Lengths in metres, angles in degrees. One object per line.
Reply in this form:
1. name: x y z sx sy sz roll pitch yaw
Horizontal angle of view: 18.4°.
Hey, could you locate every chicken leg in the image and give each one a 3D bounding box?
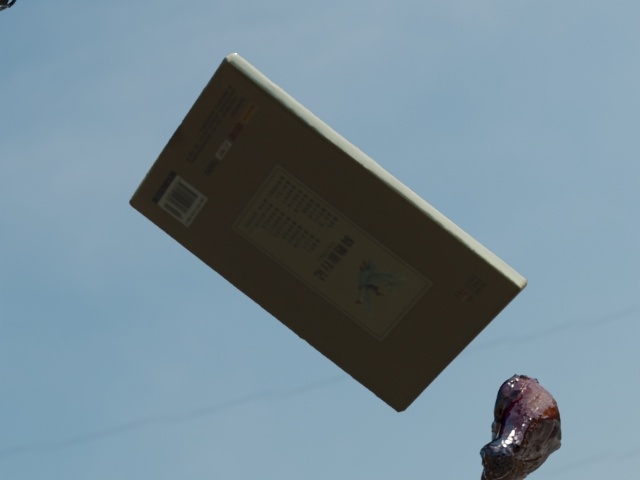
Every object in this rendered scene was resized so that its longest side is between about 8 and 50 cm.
1. chicken leg: 0.139 0.141 1.396 0.093 0.053 0.205 -59 -17 -11

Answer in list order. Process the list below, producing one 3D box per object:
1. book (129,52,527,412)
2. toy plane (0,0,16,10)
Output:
1. book: 0.000 0.000 1.685 0.217 0.310 0.021 -51 2 46
2. toy plane: -0.297 -0.260 1.761 0.060 0.096 0.235 5 -6 -29
